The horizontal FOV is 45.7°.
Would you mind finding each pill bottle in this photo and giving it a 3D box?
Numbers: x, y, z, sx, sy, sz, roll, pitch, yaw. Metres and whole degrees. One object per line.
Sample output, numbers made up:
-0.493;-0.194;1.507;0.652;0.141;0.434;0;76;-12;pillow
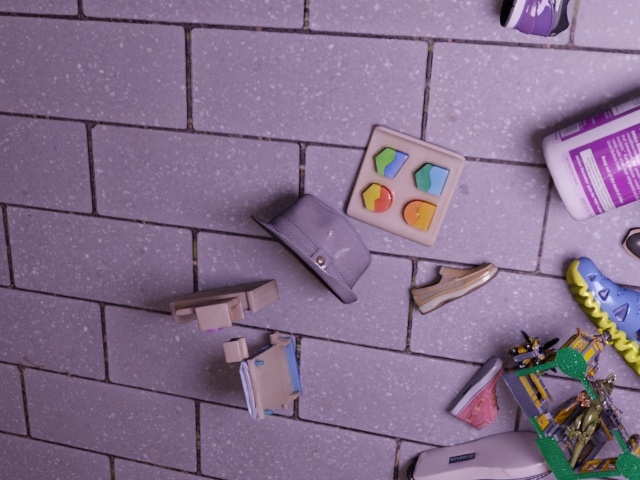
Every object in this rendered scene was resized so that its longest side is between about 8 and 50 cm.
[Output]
0.555;-0.160;1.310;0.301;0.169;0.169;-22;101;23;pill bottle

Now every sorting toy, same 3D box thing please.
0.167;-0.105;1.520;0.193;0.038;0.208;21;114;9;sorting toy

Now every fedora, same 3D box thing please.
0.000;0.000;1.534;0.275;0.244;0.124;43;86;1;fedora

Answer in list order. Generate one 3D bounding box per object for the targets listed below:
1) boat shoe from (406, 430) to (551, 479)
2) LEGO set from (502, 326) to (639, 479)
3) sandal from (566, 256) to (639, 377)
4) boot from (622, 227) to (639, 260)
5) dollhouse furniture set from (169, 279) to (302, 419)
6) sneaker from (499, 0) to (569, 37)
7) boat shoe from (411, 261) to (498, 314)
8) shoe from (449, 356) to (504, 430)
0.370;0.524;1.646;0.340;0.127;0.158;-16;110;29;boat shoe
0.520;0.299;1.461;0.331;0.192;0.255;55;139;7;LEGO set
0.597;0.145;1.443;0.138;0.126;0.317;-42;96;10;sandal
0.653;0.046;1.370;0.198;0.137;0.077;21;113;10;boot
-0.198;0.263;1.625;0.198;0.286;0.303;-10;94;20;dollhouse furniture set
0.410;-0.490;1.291;0.124;0.107;0.283;14;117;-4;sneaker
0.267;0.083;1.544;0.190;0.068;0.072;-31;86;24;boat shoe
0.353;0.326;1.605;0.081;0.063;0.178;33;120;2;shoe
